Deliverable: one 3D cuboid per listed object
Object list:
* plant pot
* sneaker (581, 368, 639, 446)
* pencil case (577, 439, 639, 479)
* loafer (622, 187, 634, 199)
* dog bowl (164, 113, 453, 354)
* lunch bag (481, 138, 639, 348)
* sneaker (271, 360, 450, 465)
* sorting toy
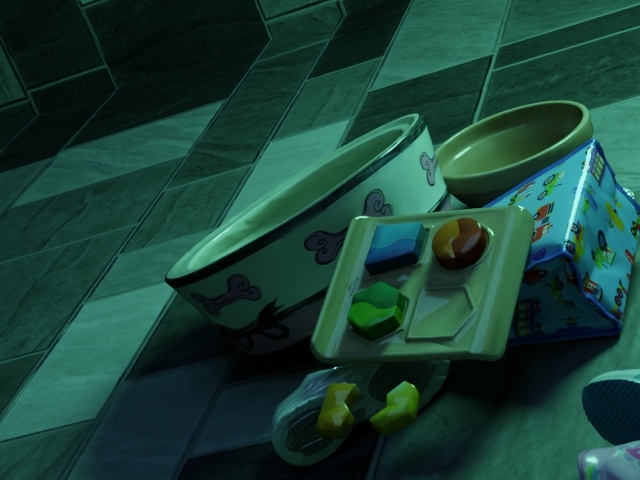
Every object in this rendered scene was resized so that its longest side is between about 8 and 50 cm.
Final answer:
[{"bbox_3d":[0.281,-0.100,2.127,0.237,0.110,0.237,-19,21,7],"label":"plant pot"},{"bbox_3d":[0.368,0.156,1.454,0.228,0.087,0.092,-2,21,29],"label":"sneaker"},{"bbox_3d":[0.360,0.212,1.269,0.284,0.124,0.124,-16,21,20],"label":"pencil case"},{"bbox_3d":[0.373,-0.012,1.922,0.045,0.039,0.125,17,54,21],"label":"loafer"},{"bbox_3d":[0.000,0.000,2.005,0.408,0.150,0.408,-32,8,5],"label":"dog bowl"},{"bbox_3d":[0.225,0.032,1.832,0.293,0.138,0.221,-20,29,34],"label":"lunch bag"},{"bbox_3d":[0.038,0.169,1.748,0.232,0.090,0.115,-25,17,-8],"label":"sneaker"},{"bbox_3d":[0.101,0.082,1.676,0.229,0.041,0.307,-2,50,27],"label":"sorting toy"}]
